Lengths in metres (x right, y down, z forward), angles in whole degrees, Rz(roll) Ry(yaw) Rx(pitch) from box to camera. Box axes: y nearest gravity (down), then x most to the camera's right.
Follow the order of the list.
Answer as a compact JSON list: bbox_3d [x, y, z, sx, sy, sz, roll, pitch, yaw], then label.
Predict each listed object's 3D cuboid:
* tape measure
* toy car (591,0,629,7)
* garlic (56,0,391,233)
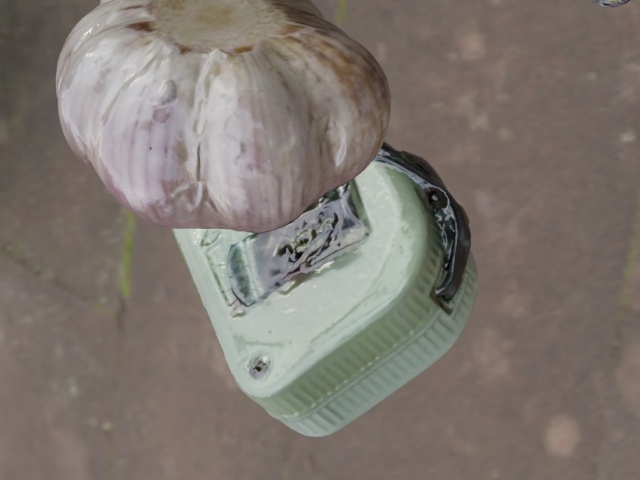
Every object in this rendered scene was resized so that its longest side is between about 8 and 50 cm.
[{"bbox_3d":[0.000,0.000,1.384,0.207,0.115,0.235,-38,47,13],"label":"tape measure"},{"bbox_3d":[0.266,-0.275,1.537,0.098,0.126,0.161,4,126,16],"label":"toy car"},{"bbox_3d":[-0.045,-0.060,0.871,0.159,0.147,0.102,19,127,25],"label":"garlic"}]
